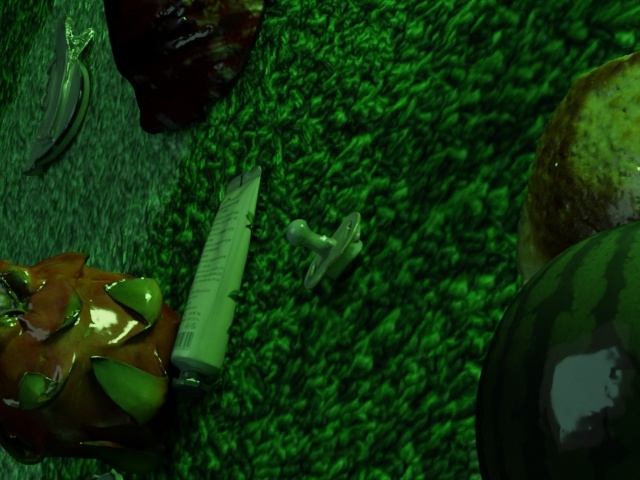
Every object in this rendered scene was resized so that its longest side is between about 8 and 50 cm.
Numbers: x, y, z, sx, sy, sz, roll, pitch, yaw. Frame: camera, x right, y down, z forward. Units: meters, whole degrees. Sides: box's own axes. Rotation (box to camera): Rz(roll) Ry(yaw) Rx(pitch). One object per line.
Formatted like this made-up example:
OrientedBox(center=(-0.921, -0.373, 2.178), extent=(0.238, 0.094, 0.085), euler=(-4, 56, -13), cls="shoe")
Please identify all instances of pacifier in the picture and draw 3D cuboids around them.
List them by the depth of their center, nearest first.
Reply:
OrientedBox(center=(0.000, 0.000, 1.216), extent=(0.083, 0.064, 0.068), euler=(-49, 18, 31), cls="pacifier")

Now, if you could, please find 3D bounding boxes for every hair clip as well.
OrientedBox(center=(-0.366, -0.202, 1.963), extent=(0.140, 0.054, 0.220), euler=(-9, 67, 52), cls="hair clip")

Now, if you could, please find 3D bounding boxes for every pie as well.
OrientedBox(center=(0.201, -0.025, 0.876), extent=(0.205, 0.084, 0.179), euler=(-62, 30, 7), cls="pie")

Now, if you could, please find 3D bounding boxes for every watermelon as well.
OrientedBox(center=(0.181, 0.090, 0.718), extent=(0.212, 0.212, 0.212), euler=(-36, 43, 44), cls="watermelon")

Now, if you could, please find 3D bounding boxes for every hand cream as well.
OrientedBox(center=(-0.101, 0.039, 1.385), extent=(0.080, 0.050, 0.234), euler=(-23, 49, 57), cls="hand cream")

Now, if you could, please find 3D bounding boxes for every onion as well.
OrientedBox(center=(-0.175, -0.274, 1.597), extent=(0.314, 0.146, 0.280), euler=(-10, 68, 52), cls="onion")

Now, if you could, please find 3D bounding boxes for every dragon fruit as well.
OrientedBox(center=(-0.247, 0.118, 1.403), extent=(0.224, 0.227, 0.224), euler=(-24, 62, 55), cls="dragon fruit")

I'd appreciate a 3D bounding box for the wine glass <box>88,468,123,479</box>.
OrientedBox(center=(-0.100, 0.244, 1.113), extent=(0.122, 0.183, 0.122), euler=(-36, 43, 42), cls="wine glass")
